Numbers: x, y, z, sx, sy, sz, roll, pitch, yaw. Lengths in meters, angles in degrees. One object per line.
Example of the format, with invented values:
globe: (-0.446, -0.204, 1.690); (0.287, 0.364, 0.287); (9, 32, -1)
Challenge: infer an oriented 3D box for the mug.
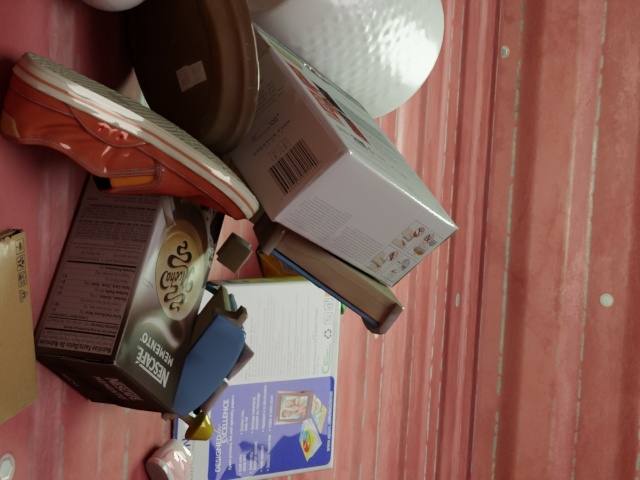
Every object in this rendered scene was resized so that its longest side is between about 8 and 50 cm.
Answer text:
mug: (0.014, -0.388, 1.836); (0.374, 0.276, 0.328); (-62, 151, 3)

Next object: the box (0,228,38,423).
box: (-0.359, 0.104, 1.354); (0.164, 0.021, 0.201); (-35, 127, -64)

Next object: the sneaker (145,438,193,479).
sneaker: (-0.199, 0.337, 1.787); (0.070, 0.051, 0.134); (-54, 139, -46)

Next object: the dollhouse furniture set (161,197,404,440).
dollhouse furniture set: (-0.076, 0.125, 1.734); (0.303, 0.198, 0.286); (-52, -166, 5)

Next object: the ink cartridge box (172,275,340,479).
ink cartridge box: (-0.106, 0.209, 1.922); (0.307, 0.072, 0.304); (0, 96, -38)

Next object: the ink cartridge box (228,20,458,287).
ink cartridge box: (0.002, -0.111, 1.664); (0.309, 0.130, 0.272); (30, 21, -54)

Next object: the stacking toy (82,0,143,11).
stacking toy: (-0.233, -0.379, 1.284); (0.480, 0.350, 0.351); (81, 19, -74)

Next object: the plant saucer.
plant saucer: (-0.162, -0.234, 1.522); (0.041, 0.278, 0.278); (-17, 115, -32)

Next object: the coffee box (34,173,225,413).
coffee box: (-0.225, 0.040, 1.557); (0.168, 0.118, 0.297); (56, 43, -58)

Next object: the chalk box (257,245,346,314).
chalk box: (0.000, 0.000, 2.131); (0.213, 0.132, 0.132); (-64, 150, -42)

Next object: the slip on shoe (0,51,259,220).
slip on shoe: (-0.212, -0.096, 1.432); (0.331, 0.123, 0.101); (26, 99, -34)

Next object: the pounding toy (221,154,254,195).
pounding toy: (-0.041, -0.099, 1.894); (0.094, 0.206, 0.181); (-4, 98, -69)
